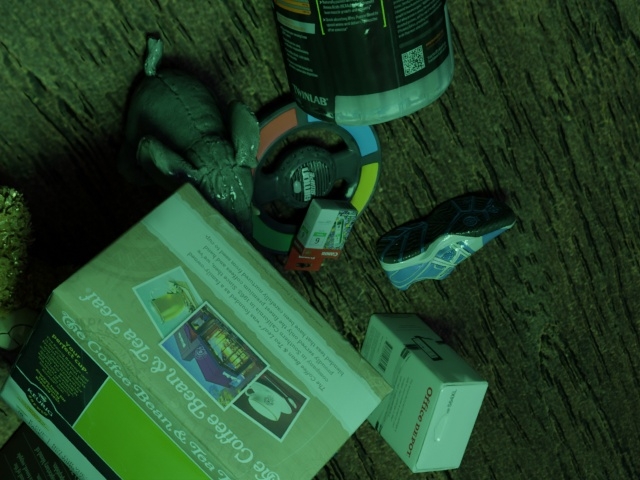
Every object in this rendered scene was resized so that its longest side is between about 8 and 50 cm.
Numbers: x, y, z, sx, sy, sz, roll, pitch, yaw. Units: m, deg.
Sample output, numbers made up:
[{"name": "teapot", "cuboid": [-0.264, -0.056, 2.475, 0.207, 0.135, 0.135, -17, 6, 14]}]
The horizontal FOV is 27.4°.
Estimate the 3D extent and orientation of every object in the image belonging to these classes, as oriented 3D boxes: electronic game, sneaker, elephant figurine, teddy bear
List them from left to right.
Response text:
[{"name": "teddy bear", "cuboid": [-0.423, 0.032, 1.511, 0.245, 0.113, 0.338, -33, 128, -8]}, {"name": "elephant figurine", "cuboid": [-0.130, -0.093, 1.528, 0.186, 0.239, 0.169, 26, 102, -38]}, {"name": "electronic game", "cuboid": [-0.020, -0.084, 1.724, 0.229, 0.048, 0.229, -15, 124, -23]}, {"name": "sneaker", "cuboid": [0.181, 0.002, 1.884, 0.211, 0.080, 0.081, -21, 132, -8]}]

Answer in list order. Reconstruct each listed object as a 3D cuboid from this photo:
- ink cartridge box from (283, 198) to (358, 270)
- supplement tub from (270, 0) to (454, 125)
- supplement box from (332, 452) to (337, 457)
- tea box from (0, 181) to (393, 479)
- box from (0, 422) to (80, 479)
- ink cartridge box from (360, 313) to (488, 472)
[{"name": "ink cartridge box", "cuboid": [0.000, 0.000, 1.747, 0.063, 0.029, 0.115, 3, 122, -36]}, {"name": "supplement tub", "cuboid": [0.036, -0.321, 1.518, 0.207, 0.207, 0.338, -24, 127, -17]}, {"name": "supplement box", "cuboid": [-0.014, 0.263, 1.906, 0.056, 0.083, 0.083, -7, 119, -27]}, {"name": "tea box", "cuboid": [-0.153, 0.172, 1.495, 0.220, 0.329, 0.323, -43, 178, -34]}, {"name": "box", "cuboid": [-0.398, 0.412, 1.696, 0.143, 0.191, 0.381, 36, 94, -39]}, {"name": "ink cartridge box", "cuboid": [0.136, 0.216, 1.891, 0.086, 0.203, 0.148, 2, 116, -31]}]
